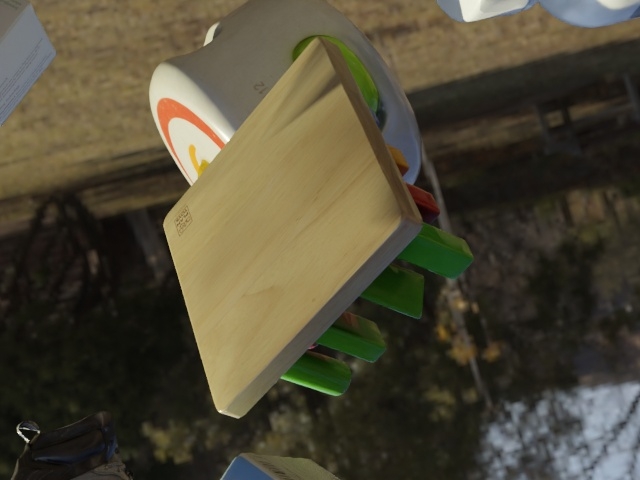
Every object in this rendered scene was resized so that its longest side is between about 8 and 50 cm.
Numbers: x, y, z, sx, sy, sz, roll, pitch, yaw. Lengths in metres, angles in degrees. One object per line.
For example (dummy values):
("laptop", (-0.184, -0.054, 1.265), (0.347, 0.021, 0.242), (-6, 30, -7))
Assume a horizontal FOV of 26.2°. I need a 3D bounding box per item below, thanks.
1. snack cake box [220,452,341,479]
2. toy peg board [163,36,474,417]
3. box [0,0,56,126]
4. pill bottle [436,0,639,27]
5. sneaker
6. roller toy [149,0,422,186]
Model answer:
("snack cake box", (0.058, 0.220, 0.719), (0.089, 0.264, 0.152), (-57, 163, -2))
("toy peg board", (0.000, 0.000, 0.792), (0.079, 0.160, 0.161), (23, 121, -37))
("box", (-0.306, -0.167, 1.193), (0.102, 0.101, 0.087), (-56, 163, -16))
("pill bottle", (0.226, -0.242, 0.920), (0.319, 0.176, 0.176), (-16, 178, -14))
("sneaker", (-0.218, 0.272, 1.525), (0.269, 0.153, 0.101), (12, 157, -21))
("roller toy", (-0.032, -0.079, 1.053), (0.146, 0.191, 0.209), (-38, 140, -17))
